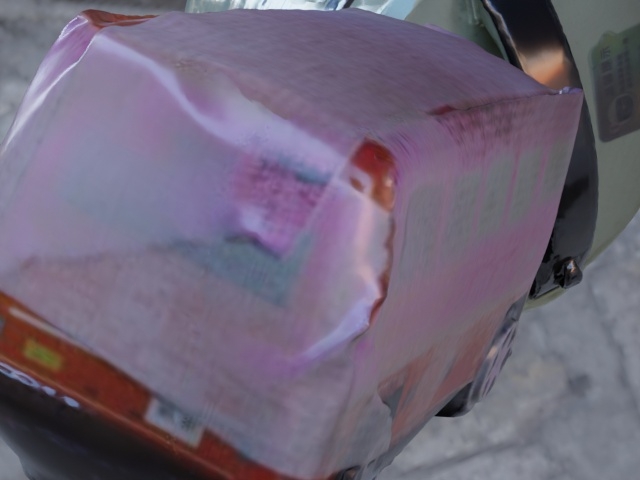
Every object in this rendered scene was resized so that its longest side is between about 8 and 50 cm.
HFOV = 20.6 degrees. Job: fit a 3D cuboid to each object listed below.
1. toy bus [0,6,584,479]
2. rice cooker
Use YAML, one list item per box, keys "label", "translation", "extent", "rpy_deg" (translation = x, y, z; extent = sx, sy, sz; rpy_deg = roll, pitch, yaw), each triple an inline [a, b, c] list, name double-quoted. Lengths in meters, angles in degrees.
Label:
- label: "toy bus"
  translation: [0.000, 0.000, 0.597]
  extent: [0.127, 0.147, 0.302]
  rpy_deg: [25, 16, 15]
- label: "rice cooker"
  translation: [0.060, -0.089, 0.908]
  extent: [0.226, 0.226, 0.244]
  rpy_deg: [-32, 35, -11]
